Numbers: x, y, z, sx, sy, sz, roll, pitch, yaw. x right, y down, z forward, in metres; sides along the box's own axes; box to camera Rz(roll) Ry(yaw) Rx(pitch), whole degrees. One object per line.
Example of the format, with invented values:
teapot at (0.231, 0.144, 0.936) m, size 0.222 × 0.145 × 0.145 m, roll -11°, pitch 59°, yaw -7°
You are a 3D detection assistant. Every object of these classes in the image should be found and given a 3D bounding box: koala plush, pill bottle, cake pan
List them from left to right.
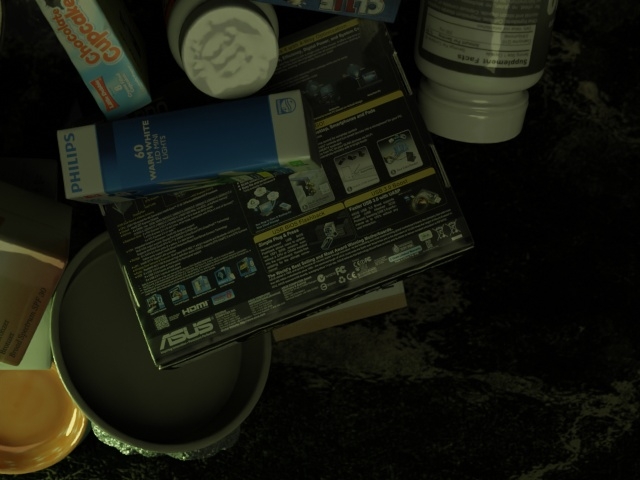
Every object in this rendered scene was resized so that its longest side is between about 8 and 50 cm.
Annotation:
cake pan at (-0.200, 0.120, 1.296) m, size 0.293 × 0.293 × 0.054 m, roll 25°, pitch 151°, yaw -23°
koala plush at (-0.195, 0.168, 1.401) m, size 0.196 × 0.203 × 0.221 m, roll -2°, pitch 95°, yaw -29°
pill bottle at (-0.111, -0.242, 1.147) m, size 0.121 × 0.221 × 0.121 m, roll -5°, pitch 120°, yaw -9°
pill bottle at (0.197, -0.271, 1.229) m, size 0.161 × 0.161 × 0.283 m, roll -1°, pitch 120°, yaw -11°

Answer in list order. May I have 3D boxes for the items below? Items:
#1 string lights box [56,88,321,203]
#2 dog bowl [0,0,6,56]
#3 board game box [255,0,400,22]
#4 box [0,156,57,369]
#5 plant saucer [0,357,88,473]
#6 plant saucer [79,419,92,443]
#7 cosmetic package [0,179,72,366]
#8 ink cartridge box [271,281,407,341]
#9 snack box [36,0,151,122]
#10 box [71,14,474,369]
string lights box at (-0.136, -0.099, 1.128) m, size 0.259 × 0.133 × 0.077 m, roll -9°, pitch 88°, yaw 5°
dog bowl at (-0.511, -0.285, 1.049) m, size 0.407 × 0.150 × 0.408 m, roll -1°, pitch 126°, yaw -2°
board game box at (-0.042, -0.309, 1.089) m, size 0.243 × 0.165 × 0.042 m, roll 7°, pitch 136°, yaw -11°
box at (-0.496, 0.023, 1.252) m, size 0.345 × 0.168 × 0.215 m, roll 2°, pitch 119°, yaw -13°
plant saucer at (-0.418, 0.228, 1.418) m, size 0.199 × 0.037 × 0.200 m, roll -4°, pitch 116°, yaw -9°
plant saucer at (-0.419, 0.255, 1.477) m, size 0.194 × 0.037 × 0.195 m, roll -5°, pitch 121°, yaw -8°
cosmetic package at (-0.426, 0.000, 1.081) m, size 0.296 × 0.129 × 0.153 m, roll 20°, pitch 113°, yaw -20°
ink cartridge box at (0.000, 0.000, 1.387) m, size 0.193 × 0.088 × 0.235 m, roll -15°, pitch 120°, yaw -2°
snack box at (-0.279, -0.301, 1.099) m, size 0.060 × 0.187 × 0.322 m, roll -25°, pitch 121°, yaw 3°
box at (-0.058, -0.062, 1.232) m, size 0.394 × 0.097 × 0.318 m, roll -22°, pitch 83°, yaw 1°
